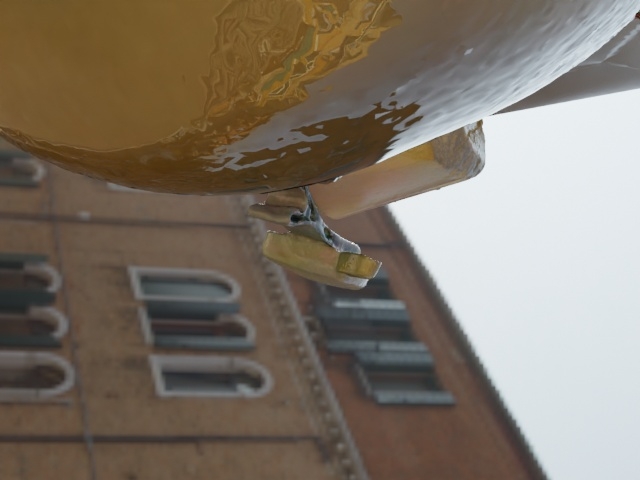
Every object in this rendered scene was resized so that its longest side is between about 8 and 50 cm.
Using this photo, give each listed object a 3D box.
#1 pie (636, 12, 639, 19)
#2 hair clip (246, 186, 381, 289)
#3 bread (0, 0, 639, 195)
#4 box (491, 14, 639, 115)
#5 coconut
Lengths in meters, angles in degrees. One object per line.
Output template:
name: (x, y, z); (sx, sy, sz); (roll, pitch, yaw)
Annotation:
pie: (0.379, -0.372, 1.341); (0.395, 0.418, 0.180); (-55, -174, -26)
hair clip: (0.002, 0.002, 1.350); (0.071, 0.159, 0.218); (-63, 150, -11)
bread: (0.005, -0.165, 0.650); (0.348, 0.376, 0.253); (-14, -81, 33)
box: (0.273, -0.329, 1.658); (0.349, 0.318, 0.257); (-9, -102, 25)
coconut: (0.037, -0.140, 1.398); (0.239, 0.244, 0.239); (-15, 90, -75)
